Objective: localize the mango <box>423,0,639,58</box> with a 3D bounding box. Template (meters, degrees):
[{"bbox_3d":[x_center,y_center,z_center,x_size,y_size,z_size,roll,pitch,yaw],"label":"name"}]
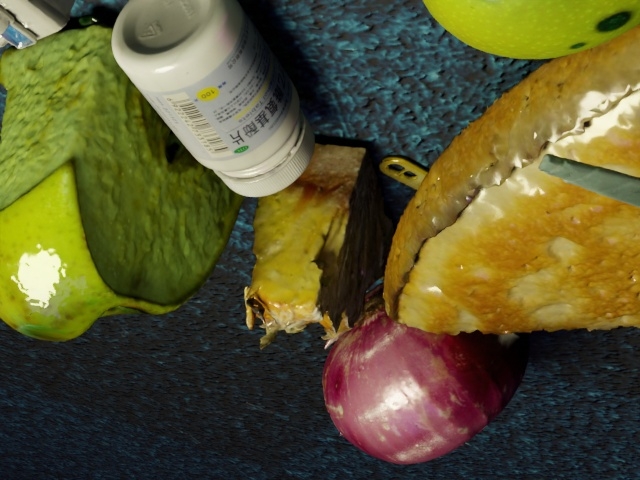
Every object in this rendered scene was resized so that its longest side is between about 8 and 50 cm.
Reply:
[{"bbox_3d":[0.161,-0.208,0.775,0.175,0.143,0.293,34,143,-21],"label":"mango"}]

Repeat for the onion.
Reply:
[{"bbox_3d":[0.111,0.113,1.333,0.207,0.200,0.200,-16,175,-39],"label":"onion"}]

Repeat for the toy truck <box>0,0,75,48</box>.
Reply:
[{"bbox_3d":[-0.170,-0.213,0.897,0.213,0.177,0.161,-11,144,40],"label":"toy truck"}]

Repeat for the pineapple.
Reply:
[{"bbox_3d":[0.000,0.000,1.250,0.114,0.186,0.236,7,-165,10],"label":"pineapple"}]

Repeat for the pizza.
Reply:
[{"bbox_3d":[0.285,-0.020,1.095,0.406,0.130,0.440,17,146,-23],"label":"pizza"}]

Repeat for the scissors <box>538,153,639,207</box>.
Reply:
[{"bbox_3d":[0.303,-0.007,0.963,0.383,0.029,0.256,23,138,-38],"label":"scissors"}]

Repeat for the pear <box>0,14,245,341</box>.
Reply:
[{"bbox_3d":[-0.187,-0.023,1.186,0.164,0.255,0.238,-5,151,33],"label":"pear"}]

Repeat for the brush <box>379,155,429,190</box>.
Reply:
[{"bbox_3d":[0.147,-0.025,1.263,0.218,0.010,0.082,27,151,-21],"label":"brush"}]

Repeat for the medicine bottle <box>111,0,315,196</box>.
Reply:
[{"bbox_3d":[-0.080,-0.121,1.103,0.103,0.103,0.187,0,149,27],"label":"medicine bottle"}]
